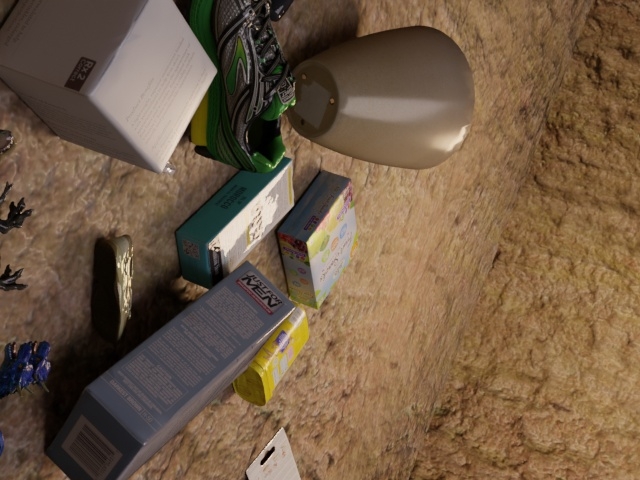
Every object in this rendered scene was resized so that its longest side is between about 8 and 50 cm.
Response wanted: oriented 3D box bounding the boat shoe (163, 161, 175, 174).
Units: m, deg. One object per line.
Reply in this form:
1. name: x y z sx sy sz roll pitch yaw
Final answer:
1. boat shoe: -0.225 -0.116 1.359 0.100 0.035 0.035 25 88 -60

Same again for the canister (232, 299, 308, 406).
1. canister: -0.092 0.204 1.861 0.170 0.073 0.126 -54 152 -36

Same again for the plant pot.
1. plant pot: 0.080 -0.239 1.703 0.274 0.256 0.256 -10 119 -46

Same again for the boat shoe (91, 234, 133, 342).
1. boat shoe: -0.277 0.067 1.368 0.048 0.056 0.153 -26 125 -52

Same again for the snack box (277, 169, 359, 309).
1. snack box: 0.000 0.000 1.899 0.174 0.070 0.207 -55 155 -31

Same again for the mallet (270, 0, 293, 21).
1. mallet: -0.089 -0.378 1.402 0.062 0.039 0.190 -63 151 -9

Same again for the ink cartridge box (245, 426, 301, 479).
1. ink cartridge box: -0.110 0.505 2.130 0.145 0.045 0.179 -46 129 -42

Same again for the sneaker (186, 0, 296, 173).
1. sneaker: -0.087 -0.250 1.362 0.134 0.146 0.343 -37 142 -43

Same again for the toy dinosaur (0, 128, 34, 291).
1. toy dinosaur: -0.374 0.003 1.102 0.118 0.064 0.268 7 104 -60

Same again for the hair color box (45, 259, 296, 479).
1. hair color box: -0.209 0.198 1.465 0.374 0.113 0.185 -39 170 -49

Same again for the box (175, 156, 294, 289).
1. box: -0.130 -0.036 1.595 0.244 0.060 0.100 -48 149 -40

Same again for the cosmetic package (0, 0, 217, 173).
1. cosmetic package: -0.238 -0.195 1.116 0.151 0.151 0.183 -63 157 -15

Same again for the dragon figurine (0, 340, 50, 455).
1. dragon figurine: -0.407 0.219 1.090 0.289 0.144 0.085 -63 156 -15
